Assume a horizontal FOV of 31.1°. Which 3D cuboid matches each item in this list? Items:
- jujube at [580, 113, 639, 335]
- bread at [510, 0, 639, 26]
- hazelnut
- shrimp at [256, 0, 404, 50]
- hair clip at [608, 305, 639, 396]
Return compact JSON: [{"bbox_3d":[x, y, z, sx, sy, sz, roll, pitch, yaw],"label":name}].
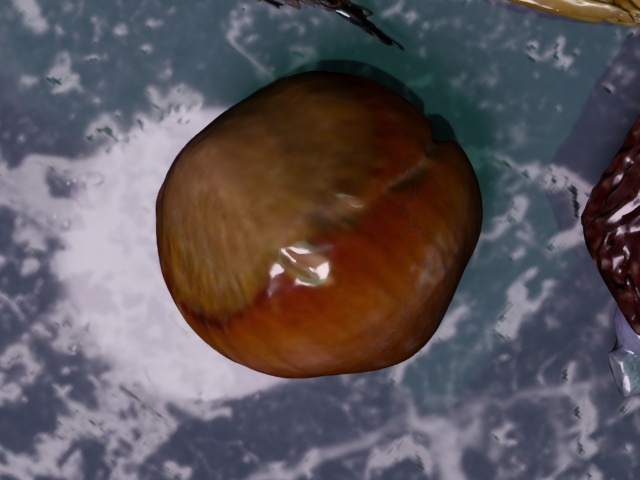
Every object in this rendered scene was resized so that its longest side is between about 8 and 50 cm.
[{"bbox_3d":[0.245,-0.044,0.603,0.236,0.168,0.168,-38,97,11],"label":"jujube"},{"bbox_3d":[0.139,-0.187,0.605,0.191,0.114,0.132,20,111,8],"label":"bread"},{"bbox_3d":[0.000,0.000,0.621,0.182,0.182,0.182,1,101,3],"label":"hazelnut"},{"bbox_3d":[-0.048,-0.171,0.638,0.233,0.079,0.090,35,63,-9],"label":"shrimp"},{"bbox_3d":[0.267,0.055,0.680,0.195,0.052,0.124,-19,89,1],"label":"hair clip"}]
